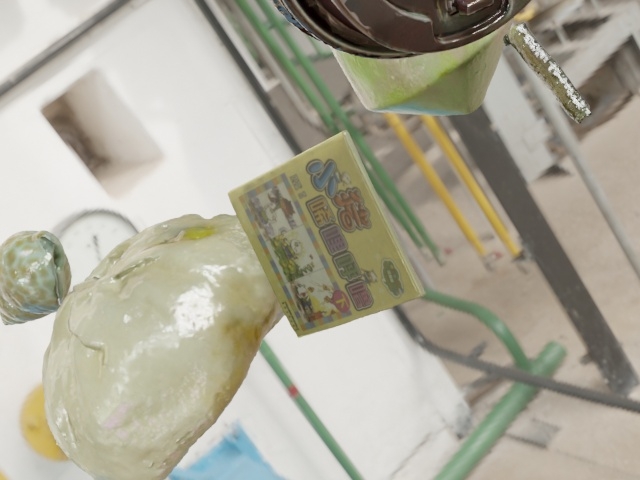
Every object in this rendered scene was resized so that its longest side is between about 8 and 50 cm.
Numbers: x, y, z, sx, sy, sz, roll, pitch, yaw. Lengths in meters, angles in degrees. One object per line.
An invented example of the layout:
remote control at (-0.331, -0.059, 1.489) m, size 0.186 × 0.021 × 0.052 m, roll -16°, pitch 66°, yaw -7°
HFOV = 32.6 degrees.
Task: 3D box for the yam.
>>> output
yam at (0.236, -0.169, 1.128) m, size 0.027 × 0.129 × 0.033 m, roll -6°, pitch -33°, yaw -45°

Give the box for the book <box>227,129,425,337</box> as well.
book at (0.000, 0.000, 1.054) m, size 0.013 × 0.168 × 0.192 m, roll -27°, pitch 3°, yaw -41°

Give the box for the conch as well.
conch at (-0.375, 0.045, 1.416) m, size 0.106 × 0.116 × 0.173 m, roll -20°, pitch 3°, yaw -17°

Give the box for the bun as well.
bun at (-0.184, 0.104, 1.275) m, size 0.365 × 0.219 × 0.365 m, roll -50°, pitch 6°, yaw 7°

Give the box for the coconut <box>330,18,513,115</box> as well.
coconut at (0.124, -0.253, 1.312) m, size 0.236 × 0.236 × 0.204 m, roll -40°, pitch 12°, yaw -15°

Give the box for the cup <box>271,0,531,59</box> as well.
cup at (0.009, -0.232, 0.623) m, size 0.196 × 0.196 × 0.279 m, roll -36°, pitch 44°, yaw -5°
